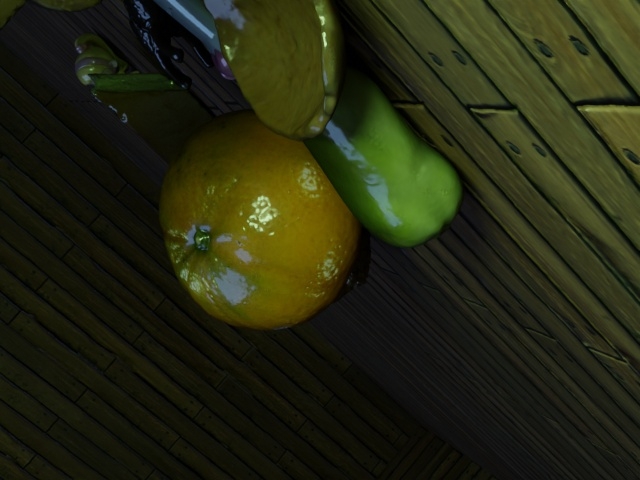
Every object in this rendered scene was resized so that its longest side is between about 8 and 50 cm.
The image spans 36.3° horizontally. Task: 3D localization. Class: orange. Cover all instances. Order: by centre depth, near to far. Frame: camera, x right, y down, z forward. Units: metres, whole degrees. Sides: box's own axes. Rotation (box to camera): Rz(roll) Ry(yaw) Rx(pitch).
[{"bbox_3d":[-0.071,-0.020,1.033,0.240,0.240,0.171,36,-147,32],"label":"orange"}]

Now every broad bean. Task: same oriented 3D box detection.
[{"bbox_3d":[0.045,-0.069,0.781,0.174,0.082,0.124,53,167,-10],"label":"broad bean"}]

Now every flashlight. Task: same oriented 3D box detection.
[{"bbox_3d":[-0.114,-0.206,0.863,0.200,0.047,0.093,42,171,-14],"label":"flashlight"}]

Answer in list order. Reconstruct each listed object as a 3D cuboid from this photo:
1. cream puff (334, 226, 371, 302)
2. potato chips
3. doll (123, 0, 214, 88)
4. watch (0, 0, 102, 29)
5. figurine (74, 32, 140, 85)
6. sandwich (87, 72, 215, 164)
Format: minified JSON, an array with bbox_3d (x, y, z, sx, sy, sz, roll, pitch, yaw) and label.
[{"bbox_3d":[0.000,0.000,1.200,0.165,0.115,0.150,47,170,33],"label":"cream puff"},{"bbox_3d":[-0.028,-0.148,0.688,0.202,0.049,0.150,25,135,66],"label":"potato chips"},{"bbox_3d":[-0.168,-0.233,0.953,0.165,0.057,0.139,50,173,-4],"label":"doll"},{"bbox_3d":[-0.233,-0.186,0.459,0.314,0.335,0.327,45,162,-26],"label":"watch"},{"bbox_3d":[-0.312,-0.251,1.537,0.187,0.083,0.083,31,179,-33],"label":"figurine"},{"bbox_3d":[-0.208,-0.163,1.384,0.258,0.096,0.094,45,178,-37],"label":"sandwich"}]
